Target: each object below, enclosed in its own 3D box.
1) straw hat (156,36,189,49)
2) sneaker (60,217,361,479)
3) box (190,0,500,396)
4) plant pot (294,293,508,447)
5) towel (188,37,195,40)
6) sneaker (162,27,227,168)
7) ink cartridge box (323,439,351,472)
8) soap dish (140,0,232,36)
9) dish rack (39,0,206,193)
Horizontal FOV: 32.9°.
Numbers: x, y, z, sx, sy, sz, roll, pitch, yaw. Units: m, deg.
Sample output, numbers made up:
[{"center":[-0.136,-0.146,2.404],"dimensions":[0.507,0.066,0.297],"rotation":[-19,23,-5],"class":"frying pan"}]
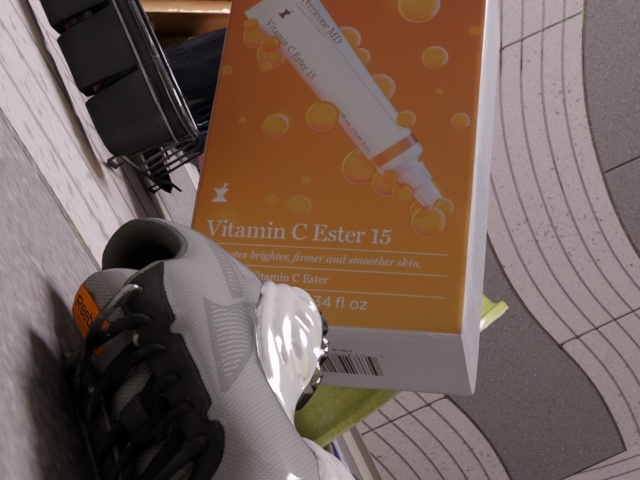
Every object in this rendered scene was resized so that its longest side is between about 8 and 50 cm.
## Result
[{"center":[-0.213,-0.256,1.217],"dimensions":[0.061,0.144,0.145],"rotation":[-40,-111,45],"class":"straw hat"},{"center":[-0.056,0.071,0.407],"dimensions":[0.108,0.100,0.271],"rotation":[40,11,-18],"class":"sneaker"},{"center":[0.030,-0.064,0.900],"dimensions":[0.168,0.214,0.345],"rotation":[66,28,-65],"class":"box"},{"center":[0.012,0.051,1.145],"dimensions":[0.254,0.276,0.276],"rotation":[54,-2,6],"class":"plant pot"},{"center":[-0.102,-0.211,1.734],"dimensions":[0.320,0.090,0.374],"rotation":[49,-12,-11],"class":"towel"},{"center":[-0.116,-0.137,1.093],"dimensions":[0.319,0.112,0.131],"rotation":[-155,-136,-75],"class":"sneaker"},{"center":[0.039,0.327,1.206],"dimensions":[0.208,0.045,0.206],"rotation":[-106,171,-86],"class":"ink cartridge box"},{"center":[-0.177,-0.350,1.177],"dimensions":[0.118,0.228,0.291],"rotation":[-40,-112,45],"class":"soap dish"},{"center":[-0.156,-0.143,0.872],"dimensions":[0.271,0.074,0.208],"rotation":[73,-6,-83],"class":"dish rack"}]
